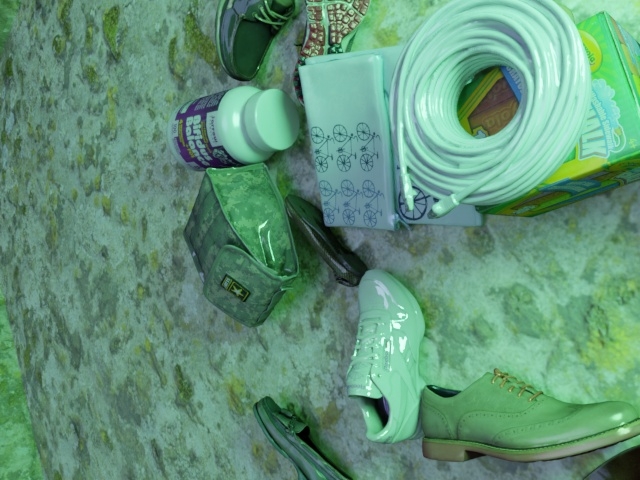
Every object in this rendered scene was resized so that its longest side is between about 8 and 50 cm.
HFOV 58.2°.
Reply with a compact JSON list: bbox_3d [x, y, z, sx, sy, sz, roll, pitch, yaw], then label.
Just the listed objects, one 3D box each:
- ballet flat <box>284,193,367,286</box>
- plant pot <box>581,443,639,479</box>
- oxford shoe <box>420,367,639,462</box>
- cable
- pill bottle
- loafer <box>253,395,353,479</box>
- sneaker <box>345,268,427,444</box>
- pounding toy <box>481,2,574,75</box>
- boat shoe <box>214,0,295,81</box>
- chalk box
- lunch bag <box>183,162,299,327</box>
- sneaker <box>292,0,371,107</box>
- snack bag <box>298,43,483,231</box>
[{"bbox_3d":[0.000,0.000,1.152,0.250,0.084,0.058,49,120,26],"label":"ballet flat"},{"bbox_3d":[0.417,0.406,0.683,0.230,0.215,0.215,46,120,18],"label":"plant pot"},{"bbox_3d":[0.285,0.253,0.849,0.348,0.123,0.130,-21,70,40],"label":"oxford shoe"},{"bbox_3d":[0.201,-0.171,0.708,0.257,0.089,0.257,-19,77,40],"label":"cable"},{"bbox_3d":[-0.194,-0.246,1.272,0.301,0.169,0.169,-1,89,44],"label":"pill bottle"},{"bbox_3d":[-0.033,0.418,1.181,0.084,0.096,0.267,-47,65,10],"label":"loafer"},{"bbox_3d":[0.109,0.197,0.993,0.114,0.152,0.305,-22,73,43],"label":"sneaker"},{"bbox_3d":[0.294,-0.331,0.829,0.110,0.237,0.183,-30,86,-1],"label":"pounding toy"},{"bbox_3d":[-0.130,-0.521,1.242,0.130,0.132,0.356,26,109,41],"label":"boat shoe"},{"bbox_3d":[0.346,-0.160,0.753,0.289,0.179,0.180,-25,73,41],"label":"chalk box"},{"bbox_3d":[-0.164,0.023,1.219,0.287,0.168,0.235,64,145,22],"label":"lunch bag"},{"bbox_3d":[0.011,-0.405,1.126,0.112,0.120,0.299,-126,56,-82],"label":"sneaker"},{"bbox_3d":[0.117,-0.169,0.997,0.342,0.037,0.323,6,112,39],"label":"snack bag"}]
